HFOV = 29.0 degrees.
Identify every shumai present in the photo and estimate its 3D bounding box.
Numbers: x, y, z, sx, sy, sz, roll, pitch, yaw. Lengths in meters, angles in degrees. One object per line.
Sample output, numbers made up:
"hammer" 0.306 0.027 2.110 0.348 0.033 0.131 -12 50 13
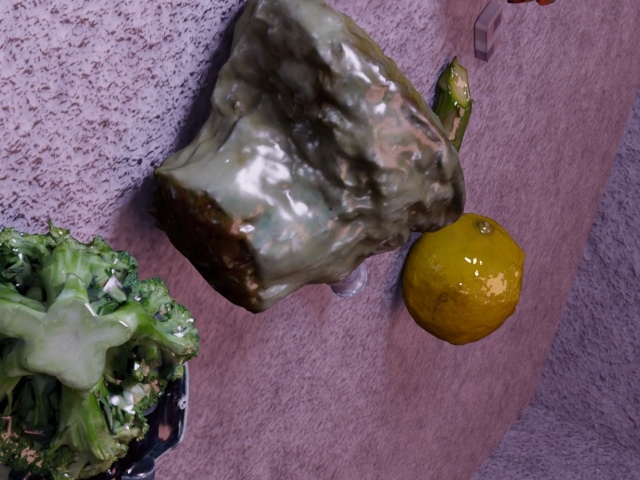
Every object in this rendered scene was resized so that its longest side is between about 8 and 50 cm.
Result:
"shumai" -0.036 -0.081 1.466 0.323 0.324 0.397 -44 150 -8

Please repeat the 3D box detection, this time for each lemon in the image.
"lemon" 0.274 0.076 2.400 0.233 0.234 0.288 -36 148 -50

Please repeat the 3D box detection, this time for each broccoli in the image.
"broccoli" -0.259 0.106 1.182 0.245 0.295 0.265 149 -70 -74

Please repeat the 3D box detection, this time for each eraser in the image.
"eraser" 0.304 -0.374 2.226 0.065 0.026 0.105 -57 158 -24

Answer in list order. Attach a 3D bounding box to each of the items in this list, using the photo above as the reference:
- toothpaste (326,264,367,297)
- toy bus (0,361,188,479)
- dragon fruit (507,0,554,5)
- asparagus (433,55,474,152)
"toothpaste" 0.000 0.000 1.916 0.114 0.073 0.299 -58 150 -14
"toy bus" -0.282 0.217 1.373 0.276 0.165 0.133 -35 139 -52
"dragon fruit" 0.315 -0.482 1.862 0.241 0.241 0.252 -56 149 -18
"asparagus" 0.210 -0.158 2.191 0.082 0.085 0.343 -5 124 -38
